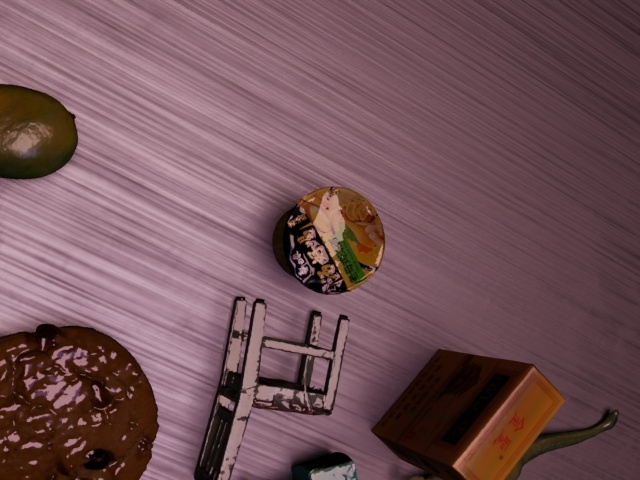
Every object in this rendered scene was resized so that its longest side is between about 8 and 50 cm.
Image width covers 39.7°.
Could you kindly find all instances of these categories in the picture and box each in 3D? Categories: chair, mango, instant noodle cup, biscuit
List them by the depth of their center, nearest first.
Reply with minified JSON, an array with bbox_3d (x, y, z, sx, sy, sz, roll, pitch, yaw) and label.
[{"bbox_3d":[-0.341,0.251,1.133,0.295,0.075,0.296,-7,106,-25],"label":"biscuit"},{"bbox_3d":[-0.409,-0.141,1.137,0.191,0.085,0.122,3,91,-21],"label":"mango"},{"bbox_3d":[-0.066,0.221,1.229,0.147,0.136,0.271,13,83,-18],"label":"chair"},{"bbox_3d":[0.000,0.000,1.267,0.151,0.122,0.152,0,91,-22],"label":"instant noodle cup"}]

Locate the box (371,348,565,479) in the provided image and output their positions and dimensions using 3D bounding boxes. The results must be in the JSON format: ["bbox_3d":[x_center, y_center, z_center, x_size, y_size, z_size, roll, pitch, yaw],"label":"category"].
[{"bbox_3d":[0.199,0.248,1.252,0.076,0.274,0.174,44,76,-12],"label":"box"}]

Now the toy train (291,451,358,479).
[{"bbox_3d":[-0.072,0.422,1.240,0.298,0.120,0.194,-10,85,-20],"label":"toy train"}]

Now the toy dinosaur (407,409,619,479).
[{"bbox_3d":[0.272,0.377,1.407,0.447,0.087,0.301,-42,144,5],"label":"toy dinosaur"}]
